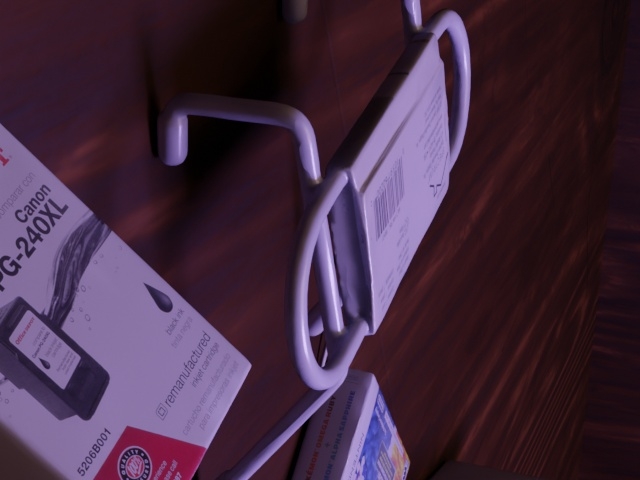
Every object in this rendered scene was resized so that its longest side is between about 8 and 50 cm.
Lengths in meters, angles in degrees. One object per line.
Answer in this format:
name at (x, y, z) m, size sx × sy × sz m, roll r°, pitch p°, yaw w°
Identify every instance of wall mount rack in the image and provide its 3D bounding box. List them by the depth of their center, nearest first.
wall mount rack at (0.000, 0.000, 0.957) m, size 0.350 × 0.131 × 0.304 m, roll -57°, pitch 147°, yaw -52°

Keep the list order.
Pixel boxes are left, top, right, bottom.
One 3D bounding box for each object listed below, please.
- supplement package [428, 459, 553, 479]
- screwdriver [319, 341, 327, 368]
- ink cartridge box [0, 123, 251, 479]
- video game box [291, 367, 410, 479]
supplement package at (0.173, 0.362, 1.578) m, size 0.293 × 0.175 × 0.177 m, roll -20°, pitch 117°, yaw -71°
screwdriver at (0.019, 0.039, 1.187) m, size 0.024 × 0.025 × 0.169 m, roll 22°, pitch 77°, yaw -72°
ink cartridge box at (-0.114, 0.042, 0.565) m, size 0.150 × 0.063 × 0.109 m, roll 45°, pitch 39°, yaw -15°
video game box at (0.017, 0.228, 1.239) m, size 0.205 × 0.048 × 0.187 m, roll 67°, pitch 39°, yaw -59°
